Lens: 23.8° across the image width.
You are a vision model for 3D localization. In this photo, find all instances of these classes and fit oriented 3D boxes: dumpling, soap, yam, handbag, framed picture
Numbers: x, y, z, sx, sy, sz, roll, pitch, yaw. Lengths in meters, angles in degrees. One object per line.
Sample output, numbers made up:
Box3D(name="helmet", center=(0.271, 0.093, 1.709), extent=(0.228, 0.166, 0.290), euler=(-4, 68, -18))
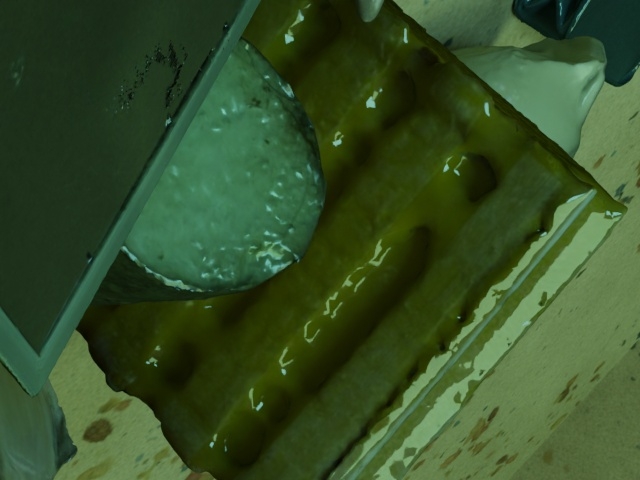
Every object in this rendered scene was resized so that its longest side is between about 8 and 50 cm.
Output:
Box3D(name="dumpling", center=(0.127, -0.095, 1.311), extent=(0.258, 0.147, 0.193), euler=(-42, -160, -13))
Box3D(name="soap", center=(0.000, 0.000, 1.059), extent=(0.335, 0.293, 0.156), euler=(-52, 158, 9))
Box3D(name="yam", center=(-0.130, -0.037, 0.849), extent=(0.161, 0.268, 0.161), euler=(1, 88, -38))
Box3D(name="handbag", center=(0.288, -0.244, 1.428), extent=(0.179, 0.062, 0.229), euler=(-52, 155, 11))
Box3D(name="framed picture", center=(-0.098, -0.096, 0.644), extent=(0.273, 0.016, 0.216), euler=(-63, 154, -26))

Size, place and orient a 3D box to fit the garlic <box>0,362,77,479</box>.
Box3D(name="garlic", center=(-0.274, 0.119, 0.956), extent=(0.143, 0.178, 0.229), euler=(-29, 148, 16))

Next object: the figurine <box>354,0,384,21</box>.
Box3D(name="figurine", center=(0.059, -0.252, 0.876), extent=(0.247, 0.177, 0.173), euler=(-55, 131, -8))
